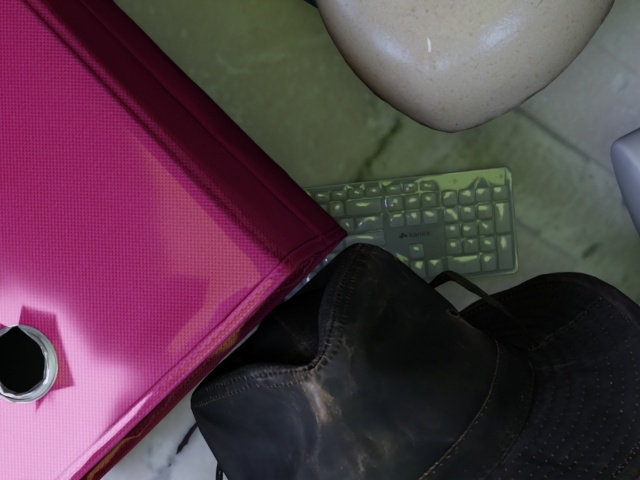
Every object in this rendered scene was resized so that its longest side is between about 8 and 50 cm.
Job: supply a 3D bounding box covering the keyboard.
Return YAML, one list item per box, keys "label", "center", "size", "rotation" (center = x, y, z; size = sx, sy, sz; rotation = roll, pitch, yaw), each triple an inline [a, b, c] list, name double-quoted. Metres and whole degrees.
- label: "keyboard"
  center: [0.000, 0.000, 0.866]
  size: [0.256, 0.014, 0.072]
  rotation: [-6, 97, 2]

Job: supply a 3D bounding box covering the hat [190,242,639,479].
- label: "hat"
  center: [0.019, 0.083, 0.708]
  size: [0.331, 0.331, 0.134]
  rotation: [-36, 105, 5]

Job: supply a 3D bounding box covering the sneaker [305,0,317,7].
- label: "sneaker"
  center: [-0.030, -0.197, 0.824]
  size: [0.209, 0.082, 0.069]
  rotation: [38, 63, -19]

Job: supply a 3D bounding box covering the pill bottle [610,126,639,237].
- label: "pill bottle"
  center: [0.326, -0.059, 0.779]
  size: [0.278, 0.162, 0.162]
  rotation: [-26, 96, 4]

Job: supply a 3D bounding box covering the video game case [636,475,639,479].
- label: "video game case"
  center: [0.162, 0.152, 0.821]
  size: [0.201, 0.023, 0.183]
  rotation: [-23, 139, 3]

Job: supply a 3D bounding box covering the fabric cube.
- label: "fabric cube"
  center: [-0.170, -0.002, 0.734]
  size: [0.254, 0.259, 0.258]
  rotation: [-44, 88, 7]

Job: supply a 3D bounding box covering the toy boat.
- label: "toy boat"
  center: [0.149, -0.182, 0.742]
  size: [0.318, 0.148, 0.268]
  rotation: [7, 83, 20]
